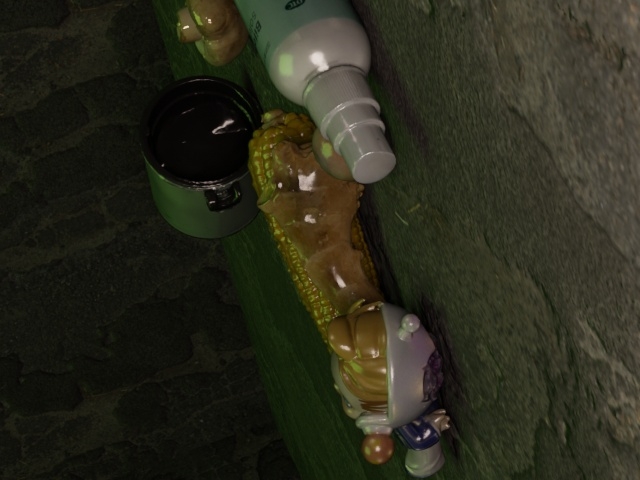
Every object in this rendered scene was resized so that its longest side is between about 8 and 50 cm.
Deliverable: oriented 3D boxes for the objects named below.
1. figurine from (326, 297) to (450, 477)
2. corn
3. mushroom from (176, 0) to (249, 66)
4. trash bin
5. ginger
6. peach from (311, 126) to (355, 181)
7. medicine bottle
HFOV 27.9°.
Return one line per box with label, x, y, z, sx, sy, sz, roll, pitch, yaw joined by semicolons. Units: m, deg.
figurine;0.093;0.187;1.502;0.194;0.133;0.274;-78;-28;-59
corn;0.000;0.000;1.684;0.120;0.120;0.363;145;104;-81
mushroom;-0.170;-0.348;2.026;0.148;0.112;0.148;169;90;-77
trash bin;-0.206;-0.145;2.313;0.262;0.217;0.277;96;159;-70
ginger;0.025;0.003;1.590;0.294;0.131;0.086;59;-179;-9
peach;0.032;-0.105;1.400;0.083;0.083;0.083;161;90;-81
medicine bottle;-0.009;-0.204;1.332;0.110;0.110;0.351;84;164;-55
